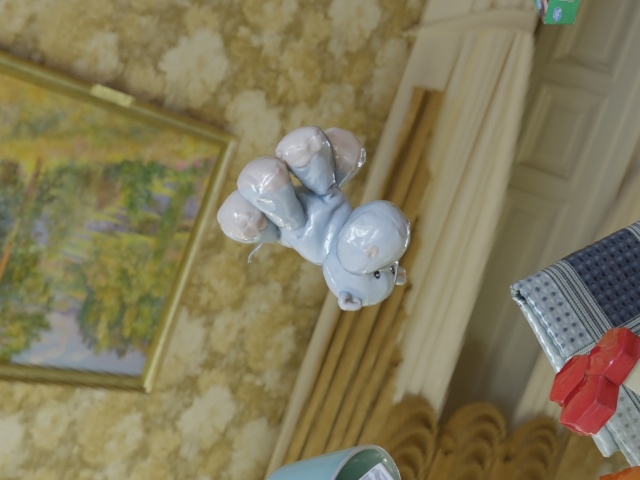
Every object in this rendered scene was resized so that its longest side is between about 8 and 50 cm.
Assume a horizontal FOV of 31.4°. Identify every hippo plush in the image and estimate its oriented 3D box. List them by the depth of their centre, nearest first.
[{"bbox_3d":[0.000,0.000,1.682,0.234,0.294,0.236,-18,-124,-39],"label":"hippo plush"}]

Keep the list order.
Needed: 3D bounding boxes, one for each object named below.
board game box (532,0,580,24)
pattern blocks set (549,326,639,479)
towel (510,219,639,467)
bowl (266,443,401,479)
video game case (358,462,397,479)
[{"bbox_3d":[0.303,-0.464,1.543,0.046,0.213,0.317,0,-140,-9],"label":"board game box"},{"bbox_3d":[0.248,0.049,0.645,0.026,0.285,0.325,34,-170,-8],"label":"pattern blocks set"},{"bbox_3d":[0.469,0.145,1.636,0.312,0.324,0.056,-24,164,-26],"label":"towel"},{"bbox_3d":[-0.007,0.451,1.699,0.163,0.311,0.311,2,175,29],"label":"bowl"},{"bbox_3d":[0.074,0.439,1.559,0.201,0.183,0.023,50,-177,28],"label":"video game case"}]
